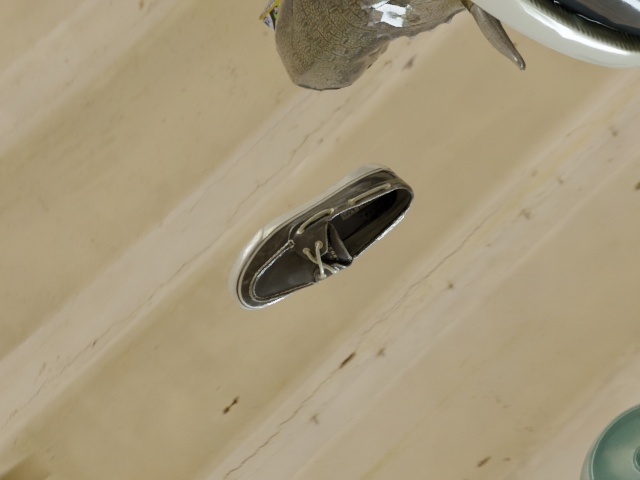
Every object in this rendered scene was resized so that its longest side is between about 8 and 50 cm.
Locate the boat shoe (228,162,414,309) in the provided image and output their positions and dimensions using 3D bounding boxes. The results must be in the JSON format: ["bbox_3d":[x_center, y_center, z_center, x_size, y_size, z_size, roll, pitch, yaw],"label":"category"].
[{"bbox_3d":[0.000,0.000,1.211,0.219,0.070,0.077,-39,-58,-5],"label":"boat shoe"}]

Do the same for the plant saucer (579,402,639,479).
[{"bbox_3d":[0.216,0.143,0.741,0.021,0.119,0.119,49,-117,-33],"label":"plant saucer"}]

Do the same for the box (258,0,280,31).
[{"bbox_3d":[0.007,-0.289,1.279,0.059,0.169,0.054,36,-135,-17],"label":"box"}]

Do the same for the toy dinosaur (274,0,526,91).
[{"bbox_3d":[0.025,-0.155,0.687,0.121,0.313,0.160,43,-119,-17],"label":"toy dinosaur"}]

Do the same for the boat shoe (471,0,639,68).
[{"bbox_3d":[0.037,-0.172,0.260,0.340,0.113,0.127,46,-132,-29],"label":"boat shoe"}]
